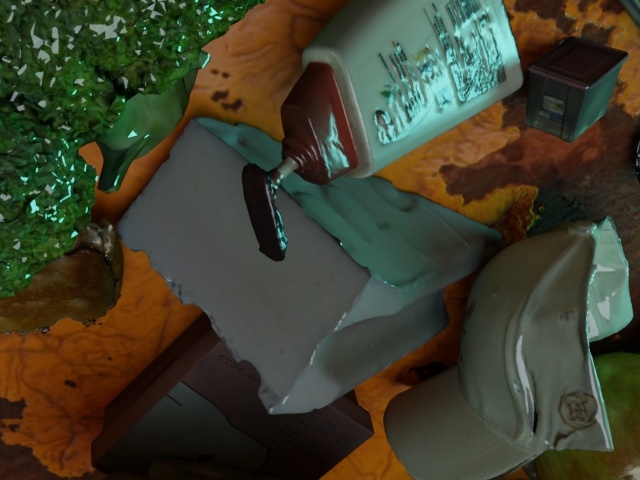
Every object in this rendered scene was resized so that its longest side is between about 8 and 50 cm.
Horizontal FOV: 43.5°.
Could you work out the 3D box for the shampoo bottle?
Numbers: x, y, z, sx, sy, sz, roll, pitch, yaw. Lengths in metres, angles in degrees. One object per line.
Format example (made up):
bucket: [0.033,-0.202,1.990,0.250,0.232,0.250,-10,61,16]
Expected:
shampoo bottle: [0.041,-0.108,0.628,0.284,0.071,0.153,-41,125,-22]

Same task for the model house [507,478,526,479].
model house: [0.266,0.431,0.955,0.312,0.245,0.280,30,119,-16]

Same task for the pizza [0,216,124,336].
pizza: [-0.285,0.029,0.736,0.226,0.069,0.147,-11,146,3]

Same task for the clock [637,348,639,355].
clock: [0.475,0.140,0.942,0.235,0.029,0.235,-8,119,-14]

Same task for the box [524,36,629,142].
box: [0.224,-0.134,0.711,0.084,0.060,0.063,-37,141,-37]

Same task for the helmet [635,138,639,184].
helmet: [0.347,-0.080,0.790,0.065,0.049,0.084,0,99,30]

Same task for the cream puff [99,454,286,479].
cream puff: [-0.098,0.370,0.705,0.378,0.378,0.276,9,98,-15]

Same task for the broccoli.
broccoli: [-0.196,-0.161,0.480,0.321,0.413,0.310,18,159,-10]

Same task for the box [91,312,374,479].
box: [-0.092,0.191,0.855,0.215,0.086,0.215,37,109,-28]

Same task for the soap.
soap: [0.000,0.000,0.782,0.302,0.258,0.159,-12,137,-58]

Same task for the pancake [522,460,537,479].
pancake: [0.358,0.242,1.000,0.212,0.029,0.235,30,111,-25]

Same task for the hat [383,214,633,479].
hat: [0.177,0.104,0.808,0.301,0.258,0.168,-32,94,32]

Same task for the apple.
apple: [0.317,0.217,0.848,0.196,0.196,0.196,-5,122,-7]

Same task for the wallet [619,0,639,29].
wallet: [0.336,-0.294,0.642,0.250,0.075,0.176,-43,122,15]
